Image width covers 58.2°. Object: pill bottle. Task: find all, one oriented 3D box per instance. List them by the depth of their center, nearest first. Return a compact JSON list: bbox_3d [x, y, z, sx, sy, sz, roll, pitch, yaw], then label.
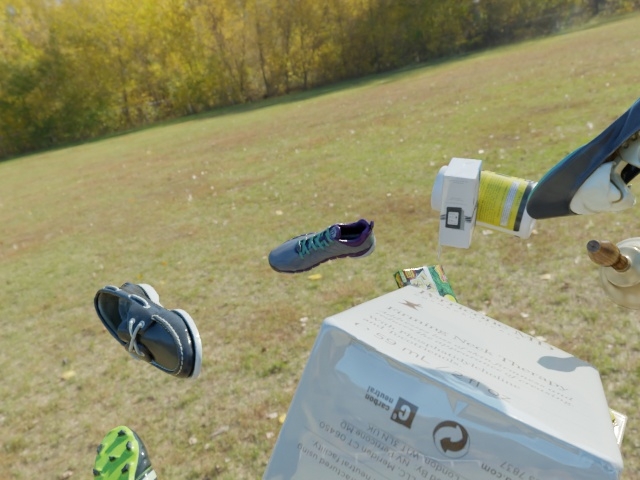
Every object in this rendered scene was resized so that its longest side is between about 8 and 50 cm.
[{"bbox_3d":[0.346,-0.086,1.205,0.208,0.119,0.119,18,29,24],"label":"pill bottle"}]

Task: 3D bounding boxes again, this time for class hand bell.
[{"bbox_3d":[0.463,0.034,0.898,0.126,0.126,0.242,3,-9,43],"label":"hand bell"}]

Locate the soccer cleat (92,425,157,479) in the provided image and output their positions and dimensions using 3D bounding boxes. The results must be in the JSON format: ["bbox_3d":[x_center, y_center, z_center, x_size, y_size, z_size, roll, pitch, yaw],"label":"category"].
[{"bbox_3d":[-0.192,0.275,0.609,0.060,0.072,0.179,-34,43,-11],"label":"soccer cleat"}]

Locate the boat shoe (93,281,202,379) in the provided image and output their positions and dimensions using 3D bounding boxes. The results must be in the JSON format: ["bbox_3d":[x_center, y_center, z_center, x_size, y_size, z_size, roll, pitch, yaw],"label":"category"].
[{"bbox_3d":[-0.295,0.151,0.962,0.091,0.115,0.302,4,8,-39],"label":"boat shoe"}]

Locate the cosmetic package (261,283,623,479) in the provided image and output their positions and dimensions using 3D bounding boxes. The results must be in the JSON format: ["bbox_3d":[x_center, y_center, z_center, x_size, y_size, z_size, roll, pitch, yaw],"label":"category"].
[{"bbox_3d":[0.157,0.285,0.772,0.329,0.328,0.393,24,11,20],"label":"cosmetic package"}]

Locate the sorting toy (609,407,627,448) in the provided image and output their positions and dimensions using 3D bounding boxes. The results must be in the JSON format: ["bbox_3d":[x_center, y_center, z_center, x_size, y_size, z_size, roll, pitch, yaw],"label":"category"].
[{"bbox_3d":[0.545,0.376,1.229,0.192,0.038,0.208,22,25,27],"label":"sorting toy"}]

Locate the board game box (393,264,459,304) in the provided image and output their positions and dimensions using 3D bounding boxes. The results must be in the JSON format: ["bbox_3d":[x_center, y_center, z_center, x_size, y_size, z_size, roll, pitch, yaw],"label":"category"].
[{"bbox_3d":[0.264,0.179,1.271,0.136,0.260,0.030,-5,-26,-36],"label":"board game box"}]

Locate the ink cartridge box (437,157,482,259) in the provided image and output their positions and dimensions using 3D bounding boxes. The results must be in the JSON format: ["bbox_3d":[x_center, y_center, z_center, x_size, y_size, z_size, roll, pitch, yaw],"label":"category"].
[{"bbox_3d":[0.270,-0.057,1.116,0.060,0.180,0.104,8,30,19],"label":"ink cartridge box"}]

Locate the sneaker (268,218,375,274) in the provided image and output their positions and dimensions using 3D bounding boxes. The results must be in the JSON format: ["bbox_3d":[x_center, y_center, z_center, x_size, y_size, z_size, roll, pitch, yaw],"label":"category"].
[{"bbox_3d":[0.000,0.000,1.149,0.223,0.098,0.083,-14,61,-4],"label":"sneaker"}]

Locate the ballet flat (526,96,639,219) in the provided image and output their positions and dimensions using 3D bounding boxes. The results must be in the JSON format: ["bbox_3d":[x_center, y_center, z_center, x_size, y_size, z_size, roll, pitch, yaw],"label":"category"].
[{"bbox_3d":[0.273,-0.072,0.517,0.203,0.074,0.074,-49,-6,33],"label":"ballet flat"}]
